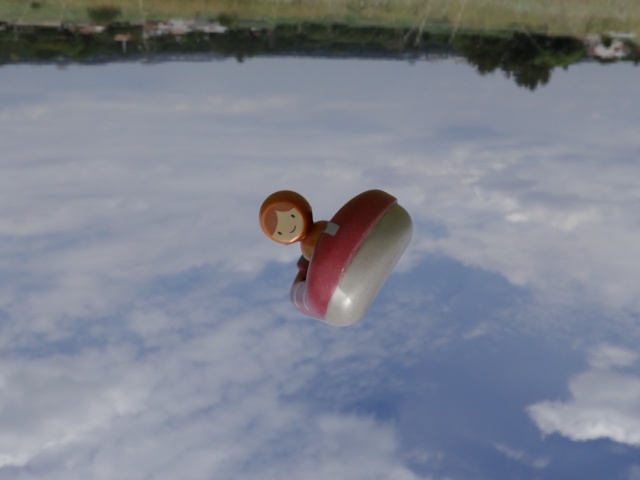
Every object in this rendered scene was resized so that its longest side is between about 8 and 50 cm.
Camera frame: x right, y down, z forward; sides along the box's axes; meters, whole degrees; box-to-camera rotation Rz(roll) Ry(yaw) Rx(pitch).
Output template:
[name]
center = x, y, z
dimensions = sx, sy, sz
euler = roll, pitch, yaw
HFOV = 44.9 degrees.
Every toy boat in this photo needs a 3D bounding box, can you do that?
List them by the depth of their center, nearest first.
[toy boat]
center = 0.000, 0.000, 0.851
dimensions = 0.151, 0.151, 0.231
euler = 33, 171, -8
